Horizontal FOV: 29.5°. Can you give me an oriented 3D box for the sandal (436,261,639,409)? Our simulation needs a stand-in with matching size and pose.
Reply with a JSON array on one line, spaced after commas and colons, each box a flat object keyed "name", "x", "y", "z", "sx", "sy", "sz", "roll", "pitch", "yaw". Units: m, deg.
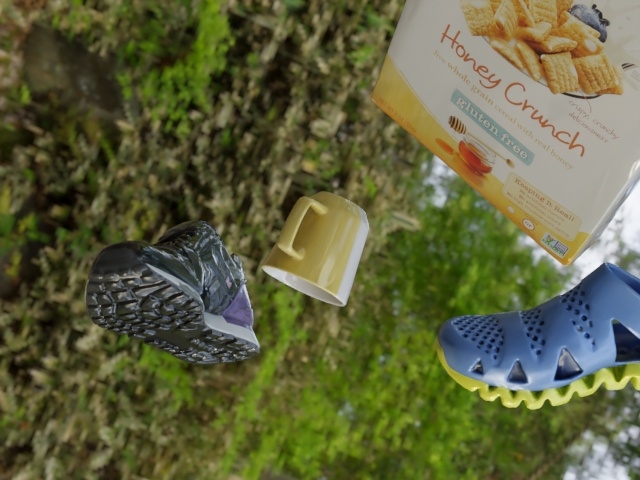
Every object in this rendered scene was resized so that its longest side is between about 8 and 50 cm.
[{"name": "sandal", "x": 0.268, "y": 0.079, "z": 1.179, "sx": 0.126, "sy": 0.317, "sz": 0.138, "roll": -108, "pitch": -165, "yaw": -60}]

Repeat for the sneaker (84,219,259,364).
[{"name": "sneaker", "x": -0.146, "y": 0.031, "z": 1.173, "sx": 0.283, "sy": 0.107, "sz": 0.124, "roll": 50, "pitch": 33, "yaw": -66}]

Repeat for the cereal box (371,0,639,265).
[{"name": "cereal box", "x": 0.128, "y": -0.110, "z": 0.685, "sx": 0.047, "sy": 0.173, "sz": 0.240, "roll": -39, "pitch": 163, "yaw": -29}]

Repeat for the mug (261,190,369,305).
[{"name": "mug", "x": 0.003, "y": 0.002, "z": 0.807, "sx": 0.064, "sy": 0.062, "sz": 0.078, "roll": -64, "pitch": -176, "yaw": -10}]
